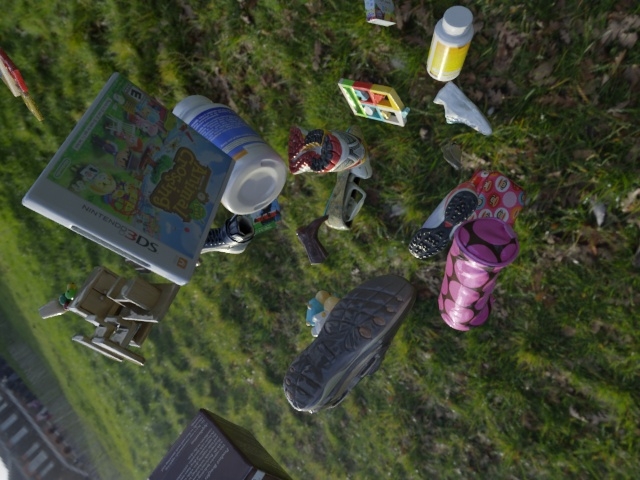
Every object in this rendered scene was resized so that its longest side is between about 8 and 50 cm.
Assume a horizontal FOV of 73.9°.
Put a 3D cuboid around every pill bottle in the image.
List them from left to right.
[{"bbox_3d":[-0.206,-0.193,0.906,0.272,0.152,0.152,47,156,28],"label":"pill bottle"},{"bbox_3d":[0.408,-0.616,1.337,0.117,0.117,0.215,35,167,14],"label":"pill bottle"}]

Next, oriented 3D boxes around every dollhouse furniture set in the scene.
[{"bbox_3d":[-0.344,0.130,0.827,0.242,0.212,0.161,-6,141,39],"label":"dollhouse furniture set"}]

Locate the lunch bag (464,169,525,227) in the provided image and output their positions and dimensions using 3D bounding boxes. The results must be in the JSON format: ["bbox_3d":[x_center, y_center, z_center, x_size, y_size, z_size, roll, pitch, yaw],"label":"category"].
[{"bbox_3d":[0.645,-0.124,1.678,0.258,0.293,0.120,27,-177,-22],"label":"lunch bag"}]

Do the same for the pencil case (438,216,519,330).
[{"bbox_3d":[0.237,0.053,0.646,0.209,0.098,0.095,80,178,-55],"label":"pencil case"}]

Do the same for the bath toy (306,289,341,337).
[{"bbox_3d":[0.074,0.283,1.313,0.348,0.129,0.151,-134,48,-57],"label":"bath toy"}]

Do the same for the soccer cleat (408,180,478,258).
[{"bbox_3d":[0.414,-0.064,1.437,0.108,0.116,0.318,33,128,0],"label":"soccer cleat"}]

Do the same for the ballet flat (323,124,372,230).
[{"bbox_3d":[0.105,-0.193,1.387,0.123,0.123,0.348,27,113,28],"label":"ballet flat"}]

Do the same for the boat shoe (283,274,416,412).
[{"bbox_3d":[0.073,0.222,0.917,0.130,0.355,0.132,40,-174,-46],"label":"boat shoe"}]

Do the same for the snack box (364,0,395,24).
[{"bbox_3d":[0.193,-0.759,1.379,0.037,0.141,0.100,0,107,37],"label":"snack box"}]

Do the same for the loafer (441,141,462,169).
[{"bbox_3d":[0.419,-0.273,1.342,0.056,0.148,0.050,36,118,-25],"label":"loafer"}]

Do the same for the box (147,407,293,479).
[{"bbox_3d":[-0.190,0.475,0.835,0.203,0.168,0.167,22,158,45],"label":"box"}]

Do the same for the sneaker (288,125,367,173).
[{"bbox_3d":[0.003,-0.157,0.763,0.225,0.092,0.088,-147,58,-60],"label":"sneaker"}]

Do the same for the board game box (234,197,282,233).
[{"bbox_3d":[-0.220,-0.131,1.444,0.039,0.160,0.211,19,125,49],"label":"board game box"}]

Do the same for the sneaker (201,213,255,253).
[{"bbox_3d":[-0.299,-0.021,1.219,0.163,0.226,0.086,-35,60,55],"label":"sneaker"}]

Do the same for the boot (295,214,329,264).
[{"bbox_3d":[0.000,0.000,1.155,0.114,0.106,0.037,61,-174,4],"label":"boot"}]

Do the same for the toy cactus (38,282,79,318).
[{"bbox_3d":[-0.709,0.179,1.233,0.112,0.180,0.219,67,169,-6],"label":"toy cactus"}]

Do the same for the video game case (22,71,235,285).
[{"bbox_3d":[-0.215,-0.079,0.535,0.023,0.212,0.193,-22,134,40],"label":"video game case"}]

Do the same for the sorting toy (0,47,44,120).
[{"bbox_3d":[-0.543,-0.305,0.669,0.274,0.046,0.132,51,153,5],"label":"sorting toy"}]

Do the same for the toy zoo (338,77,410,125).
[{"bbox_3d":[0.222,-0.538,1.669,0.293,0.030,0.192,26,169,36],"label":"toy zoo"}]

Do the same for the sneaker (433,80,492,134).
[{"bbox_3d":[0.441,-0.391,1.327,0.094,0.080,0.212,-44,71,26],"label":"sneaker"}]
